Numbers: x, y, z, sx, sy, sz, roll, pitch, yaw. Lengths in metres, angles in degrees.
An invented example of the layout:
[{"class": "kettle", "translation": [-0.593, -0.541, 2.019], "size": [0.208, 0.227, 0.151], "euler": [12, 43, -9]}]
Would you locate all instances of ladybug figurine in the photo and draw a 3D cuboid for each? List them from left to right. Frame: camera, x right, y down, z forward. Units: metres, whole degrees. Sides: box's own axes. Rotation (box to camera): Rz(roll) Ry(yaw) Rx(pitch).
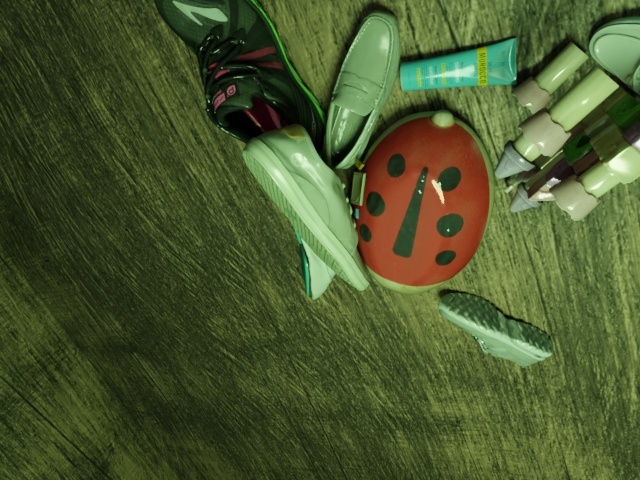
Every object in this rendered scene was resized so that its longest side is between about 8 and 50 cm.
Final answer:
[{"class": "ladybug figurine", "translation": [0.203, -0.055, 0.993], "size": [0.305, 0.162, 0.449], "euler": [15, 126, 17]}]

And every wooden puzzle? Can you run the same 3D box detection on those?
[{"class": "wooden puzzle", "translation": [0.081, -0.110, 0.965], "size": [0.014, 0.078, 0.116], "euler": [5, 105, -14]}]

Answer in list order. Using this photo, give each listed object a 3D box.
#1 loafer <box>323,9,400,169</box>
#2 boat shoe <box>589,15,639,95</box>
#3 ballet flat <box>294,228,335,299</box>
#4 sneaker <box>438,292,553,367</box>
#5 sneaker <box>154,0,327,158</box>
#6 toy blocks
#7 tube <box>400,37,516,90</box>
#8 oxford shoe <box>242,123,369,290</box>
[{"class": "loafer", "translation": [0.078, -0.287, 0.929], "size": [0.112, 0.111, 0.319], "euler": [21, 125, 11]}, {"class": "boat shoe", "translation": [0.518, -0.248, 0.694], "size": [0.267, 0.088, 0.096], "euler": [48, 156, 26]}, {"class": "ballet flat", "translation": [0.000, 0.000, 1.149], "size": [0.139, 0.139, 0.400], "euler": [9, 134, 21]}, {"class": "sneaker", "translation": [0.406, 0.230, 1.119], "size": [0.281, 0.105, 0.115], "euler": [29, 129, 6]}, {"class": "sneaker", "translation": [-0.164, -0.344, 0.954], "size": [0.185, 0.202, 0.483], "euler": [-33, 103, 37]}, {"class": "toy blocks", "translation": [0.428, -0.113, 0.769], "size": [0.309, 0.288, 0.260], "euler": [38, 124, -5]}, {"class": "tube", "translation": [0.257, -0.321, 0.869], "size": [0.207, 0.052, 0.080], "euler": [-1, 127, 20]}, {"class": "oxford shoe", "translation": [0.011, -0.053, 0.951], "size": [0.169, 0.130, 0.449], "euler": [30, 159, 50]}]
